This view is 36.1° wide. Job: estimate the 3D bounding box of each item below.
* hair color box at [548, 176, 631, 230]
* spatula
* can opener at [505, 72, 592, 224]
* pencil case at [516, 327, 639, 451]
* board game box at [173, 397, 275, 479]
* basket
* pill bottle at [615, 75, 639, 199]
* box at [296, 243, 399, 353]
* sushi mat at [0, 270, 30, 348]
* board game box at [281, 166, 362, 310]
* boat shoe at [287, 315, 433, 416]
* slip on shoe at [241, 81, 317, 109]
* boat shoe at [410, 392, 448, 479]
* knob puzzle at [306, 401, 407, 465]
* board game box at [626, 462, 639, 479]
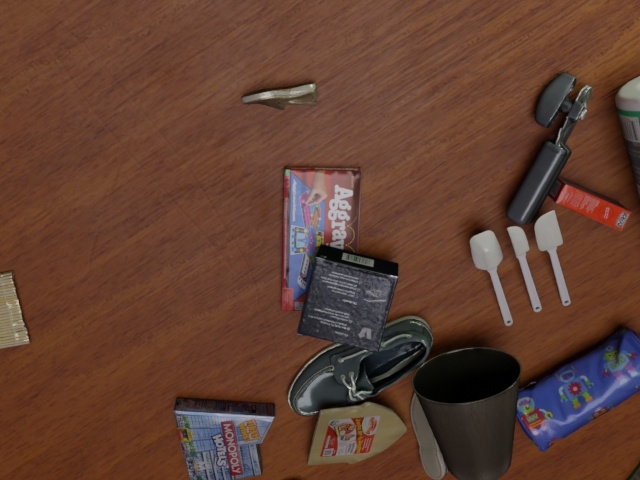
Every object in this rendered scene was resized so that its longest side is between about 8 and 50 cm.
[{"bbox_3d":[0.500,-0.070,1.837,0.141,0.072,0.043,21,105,-9],"label":"hair color box"},{"bbox_3d":[0.387,0.058,1.872,0.168,0.019,0.242,-21,127,4],"label":"spatula"},{"bbox_3d":[0.410,-0.168,1.813,0.095,0.076,0.283,33,107,21],"label":"can opener"},{"bbox_3d":[0.518,0.288,1.933,0.306,0.133,0.119,-34,149,9],"label":"pencil case"},{"bbox_3d":[-0.178,0.397,1.962,0.194,0.060,0.194,-9,108,1],"label":"board game box"},{"bbox_3d":[0.289,0.341,1.876,0.205,0.154,0.226,-11,122,2],"label":"basket"},{"bbox_3d":[0.669,-0.123,1.760,0.204,0.204,0.361,-20,109,4],"label":"pill bottle"},{"bbox_3d":[0.052,0.107,1.823,0.156,0.093,0.158,14,106,1],"label":"box"},{"bbox_3d":[-0.725,0.156,1.876,0.317,0.019,0.151,-10,109,0],"label":"sushi mat"},{"bbox_3d":[0.000,0.000,1.858,0.145,0.027,0.281,0,108,-4],"label":"board game box"},{"bbox_3d":[0.075,0.254,1.907,0.320,0.099,0.116,-30,107,7],"label":"boat shoe"},{"bbox_3d":[-0.073,-0.253,1.760,0.135,0.051,0.041,-11,106,-8],"label":"slip on shoe"},{"bbox_3d":[0.234,0.378,1.989,0.065,0.075,0.206,-21,108,-42],"label":"boat shoe"},{"bbox_3d":[0.077,0.379,1.963,0.213,0.030,0.213,-9,134,-9],"label":"knob puzzle"},{"bbox_3d":[0.837,0.495,2.044,0.317,0.064,0.242,28,105,-11],"label":"board game box"}]
